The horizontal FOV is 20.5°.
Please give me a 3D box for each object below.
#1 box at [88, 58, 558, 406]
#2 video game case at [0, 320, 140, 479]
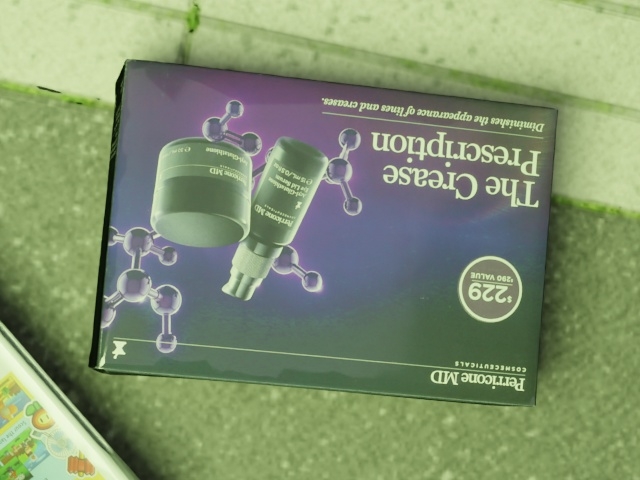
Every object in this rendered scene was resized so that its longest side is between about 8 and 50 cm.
[{"bbox_3d":[0.000,0.000,1.071,0.261,0.103,0.184,5,88,-10],"label":"box"},{"bbox_3d":[-0.236,0.154,1.016,0.227,0.026,0.206,-40,94,9],"label":"video game case"}]
